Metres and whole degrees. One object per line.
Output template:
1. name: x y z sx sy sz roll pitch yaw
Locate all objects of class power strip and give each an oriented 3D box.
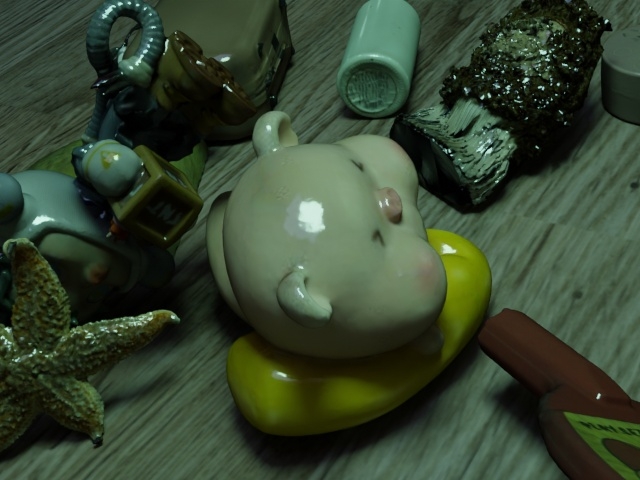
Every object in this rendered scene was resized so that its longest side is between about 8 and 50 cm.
1. power strip: 0.436 -0.217 1.160 0.154 0.078 0.154 -8 38 6

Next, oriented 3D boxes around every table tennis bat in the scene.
1. table tennis bat: 0.256 0.161 0.651 0.268 0.051 0.415 13 15 -32

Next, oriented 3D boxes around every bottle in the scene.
1. bottle: 0.091 -0.284 1.324 0.104 0.104 0.245 -2 39 14

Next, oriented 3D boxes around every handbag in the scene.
1. handbag: -0.194 -0.275 1.362 0.283 0.149 0.302 -1 40 11

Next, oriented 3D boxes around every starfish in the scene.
1. starfish: -0.294 0.113 0.856 0.295 0.231 0.048 -36 19 0

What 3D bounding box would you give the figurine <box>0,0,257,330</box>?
1. figurine: -0.228 -0.029 0.929 0.382 0.261 0.186 -42 39 12

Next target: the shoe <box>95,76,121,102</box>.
1. shoe: -0.220 -0.199 1.199 0.194 0.077 0.074 -10 2 21

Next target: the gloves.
1. gloves: 0.231 -0.183 1.123 0.312 0.135 0.210 -42 21 -4

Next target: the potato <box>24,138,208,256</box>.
1. potato: -0.299 -0.065 1.155 0.255 0.112 0.269 -5 36 12

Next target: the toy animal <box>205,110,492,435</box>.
1. toy animal: 0.021 -0.007 0.869 0.278 0.247 0.345 -13 37 -2
